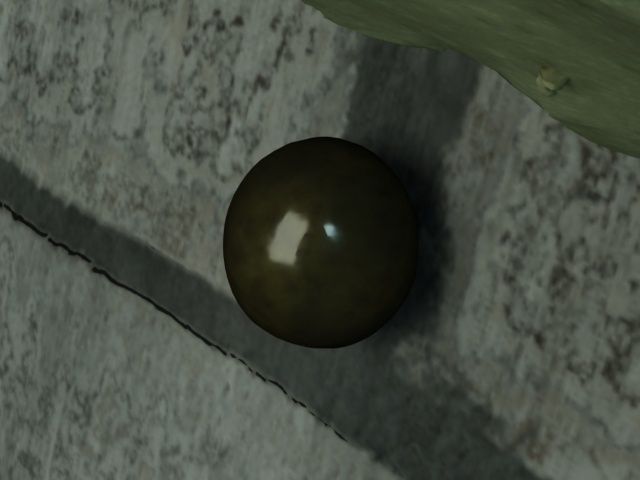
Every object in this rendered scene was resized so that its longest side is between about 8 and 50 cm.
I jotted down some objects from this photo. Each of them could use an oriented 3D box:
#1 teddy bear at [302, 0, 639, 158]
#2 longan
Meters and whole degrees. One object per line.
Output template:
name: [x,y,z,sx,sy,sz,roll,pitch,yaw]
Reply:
teddy bear: [0.161,-0.219,0.579,0.375,0.327,0.362,-168,102,-87]
longan: [0.000,0.000,0.884,0.119,0.106,0.106,-92,15,-72]
